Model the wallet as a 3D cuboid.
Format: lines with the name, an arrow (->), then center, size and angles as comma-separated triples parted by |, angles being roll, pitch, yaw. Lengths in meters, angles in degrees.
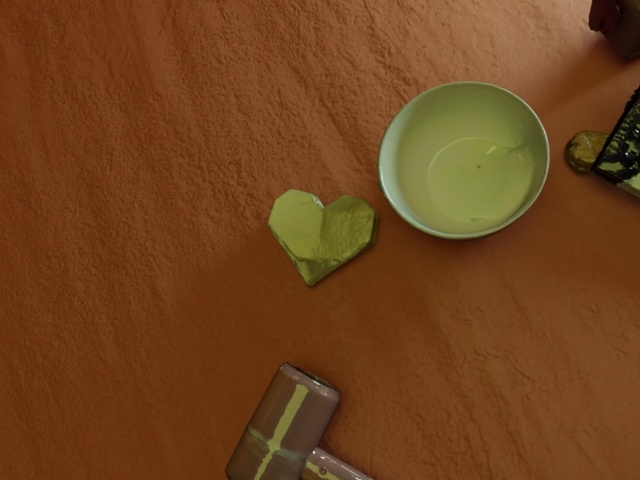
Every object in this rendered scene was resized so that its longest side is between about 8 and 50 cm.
wallet -> 0.599, -0.170, 0.989 | 0.221, 0.071, 0.262 | 32, 85, 11

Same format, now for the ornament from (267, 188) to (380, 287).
ornament -> 0.000, 0.000, 1.148 | 0.201, 0.059, 0.180 | 9, 82, 16

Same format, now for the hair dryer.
hair dryer -> 0.040, 0.376, 1.023 | 0.353, 0.125, 0.210 | 27, 83, 10

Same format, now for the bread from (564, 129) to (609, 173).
bread -> 0.466, -0.153, 1.056 | 0.083, 0.046, 0.081 | -28, 65, 10

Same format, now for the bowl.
bowl -> 0.245, -0.121, 1.059 | 0.277, 0.145, 0.276 | -4, 77, 16

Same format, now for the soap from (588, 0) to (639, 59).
soap -> 0.603, -0.448, 1.000 | 0.325, 0.220, 0.127 | -30, 66, 6
